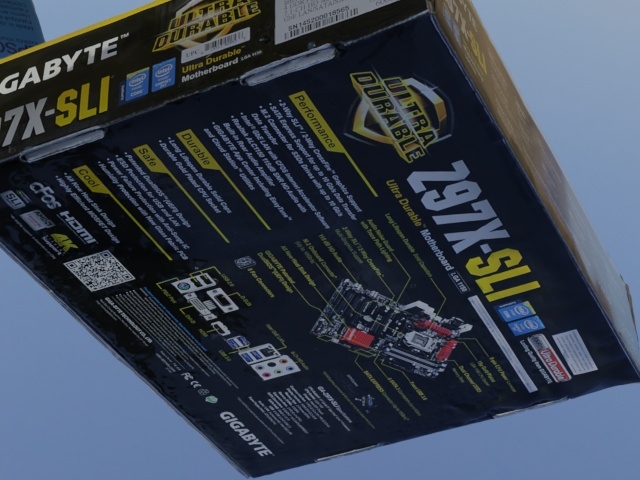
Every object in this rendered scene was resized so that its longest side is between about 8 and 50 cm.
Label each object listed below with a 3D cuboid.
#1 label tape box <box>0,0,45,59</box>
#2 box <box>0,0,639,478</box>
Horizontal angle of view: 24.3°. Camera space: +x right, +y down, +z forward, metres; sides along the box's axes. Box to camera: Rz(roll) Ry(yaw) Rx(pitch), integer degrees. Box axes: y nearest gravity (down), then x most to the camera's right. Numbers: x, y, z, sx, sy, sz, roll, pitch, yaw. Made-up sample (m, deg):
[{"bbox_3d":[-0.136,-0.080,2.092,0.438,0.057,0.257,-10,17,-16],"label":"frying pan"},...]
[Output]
[{"bbox_3d":[-0.415,-0.083,1.279,0.249,0.347,0.115,4,-133,-35],"label":"label tape box"},{"bbox_3d":[0.000,0.000,0.788,0.322,0.257,0.079,51,-152,-45],"label":"box"}]
